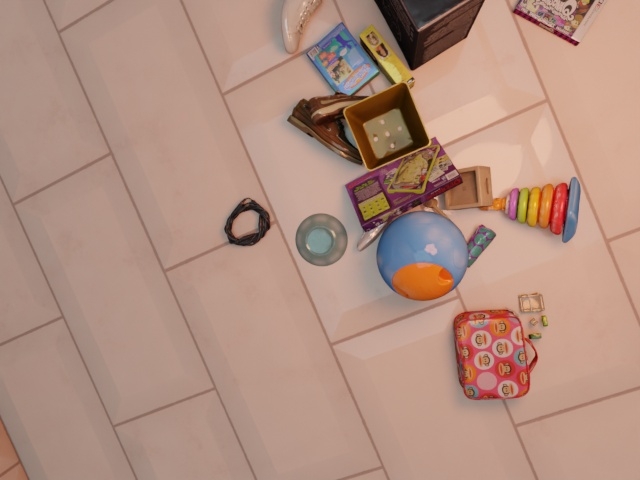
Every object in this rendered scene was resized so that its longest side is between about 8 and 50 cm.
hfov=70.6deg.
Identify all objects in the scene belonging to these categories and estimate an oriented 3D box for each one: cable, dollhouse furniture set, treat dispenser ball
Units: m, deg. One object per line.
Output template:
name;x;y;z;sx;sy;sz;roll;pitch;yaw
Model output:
cable;-0.271;-0.055;1.668;0.150;0.047;0.184;40;98;-1
dollhouse furniture set;0.722;0.256;1.534;0.076;0.058;0.152;-9;75;18
treat dispenser ball;0.323;0.048;1.447;0.287;0.288;0.289;1;96;10

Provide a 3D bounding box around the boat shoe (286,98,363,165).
boat shoe;0.033;-0.373;1.542;0.307;0.110;0.105;34;101;4

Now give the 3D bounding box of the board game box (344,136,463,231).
board game box;0.265;-0.187;1.493;0.346;0.056;0.208;-27;53;12

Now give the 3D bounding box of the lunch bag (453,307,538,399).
lunch bag;0.590;0.381;1.520;0.257;0.120;0.294;-6;94;10

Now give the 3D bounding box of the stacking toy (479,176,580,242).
stacking toy;0.659;-0.111;1.455;0.301;0.175;0.166;7;61;27

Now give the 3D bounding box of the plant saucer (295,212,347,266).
plant saucer;0.000;0.000;1.626;0.194;0.037;0.195;1;96;11

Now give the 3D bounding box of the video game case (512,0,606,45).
video game case;0.761;-0.759;1.408;0.232;0.042;0.210;32;99;5

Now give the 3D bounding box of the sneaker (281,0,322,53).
sneaker;-0.059;-0.777;1.517;0.122;0.106;0.291;8;96;11

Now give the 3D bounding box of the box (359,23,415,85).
box;0.220;-0.594;1.500;0.058;0.087;0.232;-38;88;9

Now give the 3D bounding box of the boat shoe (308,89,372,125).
boat shoe;0.076;-0.455;1.487;0.257;0.095;0.095;-18;80;-29

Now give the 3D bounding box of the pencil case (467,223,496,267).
pencil case;0.518;0.019;1.523;0.070;0.064;0.152;33;100;-11

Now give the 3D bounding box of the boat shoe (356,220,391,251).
boat shoe;0.181;-0.045;1.578;0.063;0.066;0.184;43;104;17

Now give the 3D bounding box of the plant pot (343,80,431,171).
plant pot;0.218;-0.357;1.472;0.212;0.187;0.212;-22;92;12

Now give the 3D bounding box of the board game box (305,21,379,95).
board game box;0.076;-0.603;1.542;0.160;0.047;0.210;-37;89;12

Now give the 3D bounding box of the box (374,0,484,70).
box;0.297;-0.722;1.313;0.211;0.395;0.294;-29;91;11

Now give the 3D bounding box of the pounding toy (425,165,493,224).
pounding toy;0.457;-0.139;1.499;0.206;0.094;0.181;-5;91;46
